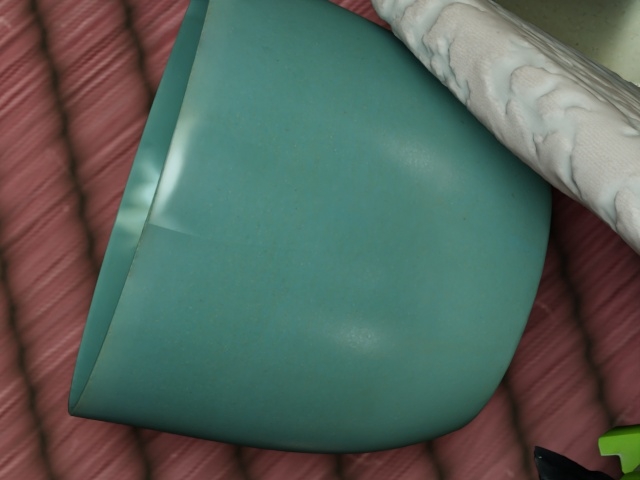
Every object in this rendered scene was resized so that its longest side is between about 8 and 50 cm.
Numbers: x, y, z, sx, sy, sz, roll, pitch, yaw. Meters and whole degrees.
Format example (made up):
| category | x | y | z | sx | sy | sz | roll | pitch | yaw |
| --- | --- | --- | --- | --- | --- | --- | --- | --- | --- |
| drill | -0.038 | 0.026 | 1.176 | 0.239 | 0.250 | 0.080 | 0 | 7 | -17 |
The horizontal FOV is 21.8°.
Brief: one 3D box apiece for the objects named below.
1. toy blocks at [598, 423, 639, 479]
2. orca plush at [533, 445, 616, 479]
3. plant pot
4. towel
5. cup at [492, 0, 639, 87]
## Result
| category | x | y | z | sx | sy | sz | roll | pitch | yaw |
| --- | --- | --- | --- | --- | --- | --- | --- | --- | --- |
| toy blocks | 0.271 | 0.231 | 0.949 | 0.191 | 0.381 | 0.261 | -9 | 89 | 21 |
| orca plush | 0.105 | 0.263 | 1.046 | 0.287 | 0.102 | 0.151 | -44 | 81 | -8 |
| plant pot | 0.000 | 0.000 | 1.022 | 0.235 | 0.293 | 0.293 | 18 | 78 | -10 |
| towel | 0.211 | -0.021 | 0.916 | 0.053 | 0.317 | 0.332 | -57 | 39 | 13 |
| cup | 0.229 | -0.221 | 1.024 | 0.331 | 0.331 | 0.237 | 17 | 83 | 4 |
